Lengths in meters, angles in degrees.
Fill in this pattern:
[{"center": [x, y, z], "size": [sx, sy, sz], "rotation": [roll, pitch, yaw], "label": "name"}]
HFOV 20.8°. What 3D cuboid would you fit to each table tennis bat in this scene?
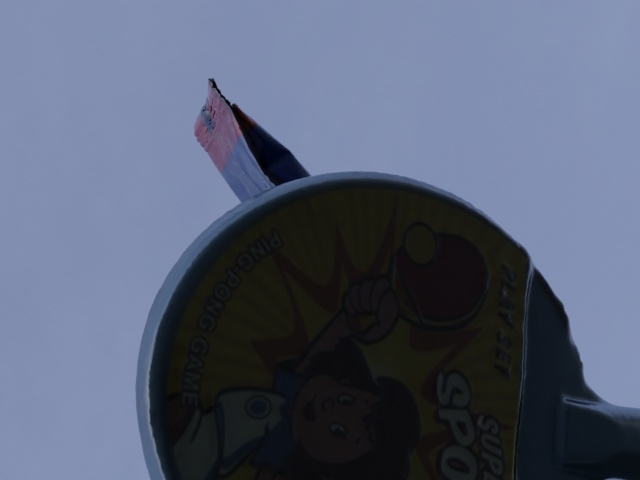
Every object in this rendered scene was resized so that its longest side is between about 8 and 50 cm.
[{"center": [0.062, 0.083, 0.822], "size": [0.329, 0.044, 0.215], "rotation": [13, -104, -31], "label": "table tennis bat"}]

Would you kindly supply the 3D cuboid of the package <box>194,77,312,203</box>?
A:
[{"center": [0.000, 0.000, 0.939], "size": [0.022, 0.083, 0.200], "rotation": [-39, -94, -20], "label": "package"}]
